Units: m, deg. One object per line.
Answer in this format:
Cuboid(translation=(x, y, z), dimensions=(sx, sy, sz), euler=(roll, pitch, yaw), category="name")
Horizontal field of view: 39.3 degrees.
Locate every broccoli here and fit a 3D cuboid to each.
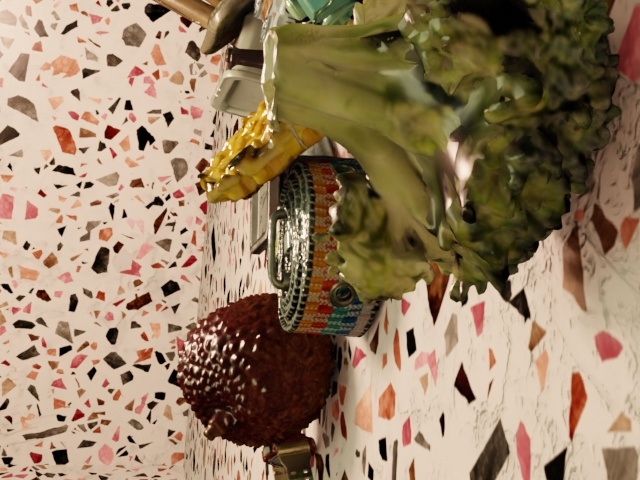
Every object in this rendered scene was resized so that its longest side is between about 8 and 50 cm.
Cuboid(translation=(0.093, -0.136, 0.776), dimensions=(0.293, 0.281, 0.348), euler=(110, 158, -52), category="broccoli")

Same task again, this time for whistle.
Cuboid(translation=(-0.004, -0.149, 1.651), dimensions=(0.312, 0.062, 0.062), euler=(-105, 23, -52), category="whistle")

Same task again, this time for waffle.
Cuboid(translation=(-0.050, -0.202, 1.437), dimensions=(0.382, 0.095, 0.379), euler=(-44, 16, -1), category="waffle")

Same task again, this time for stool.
Cuboid(translation=(-0.220, -0.623, 2.076), dimensions=(0.310, 0.226, 0.310), euler=(-47, 7, -14), category="stool")

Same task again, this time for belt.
Cuboid(translation=(0.000, 0.000, 1.382), dimensions=(0.207, 0.160, 0.295), euler=(158, 115, -75), category="belt")

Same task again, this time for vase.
Cuboid(translation=(-0.109, -0.381, 1.888), dimensions=(0.120, 0.183, 0.120), euler=(-175, 90, -77), category="vase")

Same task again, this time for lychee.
Cuboid(translation=(-0.107, 0.227, 1.560), dimensions=(0.304, 0.276, 0.276), euler=(-56, -5, -33), category="lychee")

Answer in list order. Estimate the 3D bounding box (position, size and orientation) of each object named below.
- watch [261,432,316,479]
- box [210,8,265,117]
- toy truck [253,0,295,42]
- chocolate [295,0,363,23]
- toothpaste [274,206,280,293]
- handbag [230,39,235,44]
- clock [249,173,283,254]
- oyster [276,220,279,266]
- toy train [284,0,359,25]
Cuboid(translation=(-0.036, 0.478, 1.589), dimensions=(0.165, 0.102, 0.268), euler=(108, 153, -66), category="watch")
Cuboid(translation=(-0.145, -0.409, 2.116), dimensions=(0.312, 0.175, 0.182), euler=(152, 130, -74), category="box")
Cuboid(translation=(-0.037, -0.481, 1.739), dimensions=(0.338, 0.133, 0.184), euler=(-104, 31, -57), category="toy truck")
Cuboid(translation=(0.010, -0.514, 1.432), dimensions=(0.148, 0.126, 0.343), euler=(-124, 28, -70), category="chocolate")
Cuboid(translation=(-0.079, 0.084, 1.929), dimensions=(0.056, 0.058, 0.314), euler=(6, 98, 33), category="toothpaste")
Cuboid(translation=(-0.206, -0.573, 2.504), dimensions=(0.269, 0.118, 0.325), euler=(180, 91, -76), category="handbag")
Cuboid(translation=(-0.131, -0.116, 2.191), dimensions=(0.279, 0.049, 0.273), euler=(145, 127, -73), category="clock")
Cuboid(translation=(-0.050, -0.013, 1.823), dimensions=(0.177, 0.056, 0.105), euler=(-100, 31, -42), category="oyster")
Cuboid(translation=(0.039, -0.389, 1.263), dimensions=(0.112, 0.203, 0.163), euler=(52, 179, 1), category="toy train")
